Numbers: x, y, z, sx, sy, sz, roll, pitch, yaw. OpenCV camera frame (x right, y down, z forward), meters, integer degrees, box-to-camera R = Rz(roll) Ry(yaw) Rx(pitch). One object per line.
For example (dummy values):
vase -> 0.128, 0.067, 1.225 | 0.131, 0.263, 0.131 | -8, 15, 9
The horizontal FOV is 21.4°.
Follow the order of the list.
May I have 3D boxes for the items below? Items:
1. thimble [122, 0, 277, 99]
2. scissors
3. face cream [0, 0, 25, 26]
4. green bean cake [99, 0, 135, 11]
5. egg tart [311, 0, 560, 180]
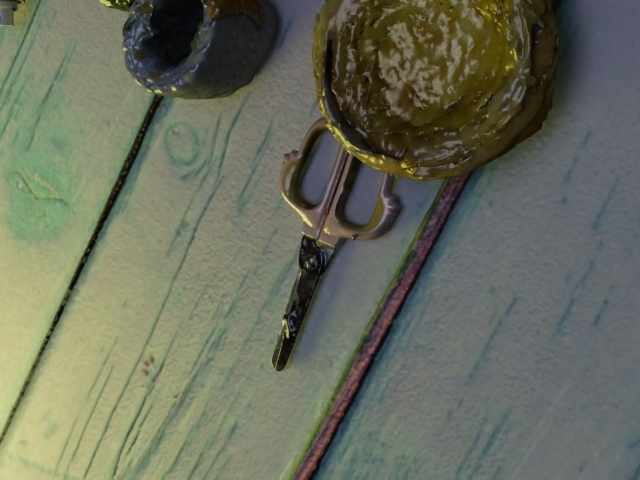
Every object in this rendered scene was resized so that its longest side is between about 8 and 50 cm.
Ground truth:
thimble -> -0.137, -0.233, 1.902 | 0.127, 0.118, 0.151 | 50, 116, 22
scissors -> 0.000, 0.000, 1.872 | 0.160, 0.024, 0.318 | 26, 104, 30
face cream -> -0.406, -0.404, 2.098 | 0.073, 0.073, 0.284 | -5, 88, 33
green bean cake -> -0.220, -0.396, 1.955 | 0.227, 0.125, 0.222 | 40, 112, 21
egg tart -> 0.124, -0.201, 1.746 | 0.290, 0.107, 0.291 | 2, 94, 30
